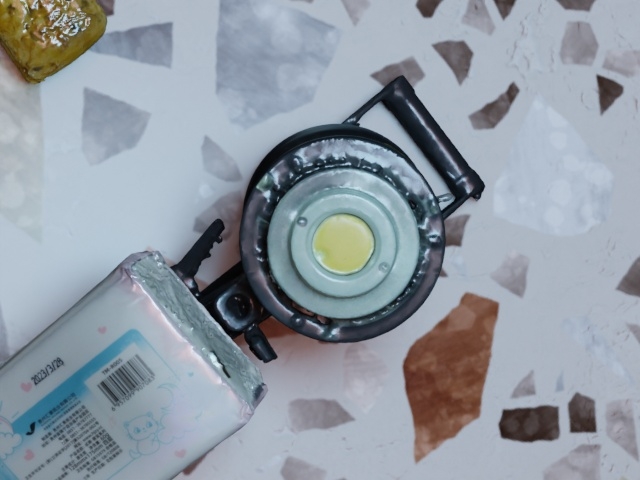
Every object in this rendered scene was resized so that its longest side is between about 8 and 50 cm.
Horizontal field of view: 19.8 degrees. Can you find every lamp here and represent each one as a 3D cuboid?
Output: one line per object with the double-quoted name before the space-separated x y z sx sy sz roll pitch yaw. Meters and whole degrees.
"lamp" 0.029 -0.017 1.863 0.374 0.272 0.205 -39 98 -16

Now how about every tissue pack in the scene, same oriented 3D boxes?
"tissue pack" -0.215 0.164 1.807 0.271 0.124 0.201 -38 100 14

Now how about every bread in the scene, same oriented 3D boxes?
"bread" -0.315 -0.271 1.889 0.114 0.083 0.211 -39 95 -11
